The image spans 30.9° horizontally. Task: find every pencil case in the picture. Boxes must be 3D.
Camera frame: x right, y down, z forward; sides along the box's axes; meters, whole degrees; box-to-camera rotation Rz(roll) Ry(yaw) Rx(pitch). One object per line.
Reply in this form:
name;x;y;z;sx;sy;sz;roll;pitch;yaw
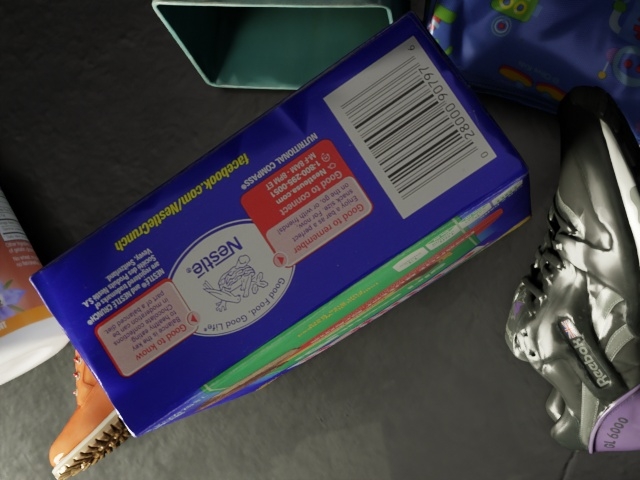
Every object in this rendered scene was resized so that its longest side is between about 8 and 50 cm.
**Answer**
pencil case;0.216;-0.131;0.847;0.306;0.119;0.133;24;70;11

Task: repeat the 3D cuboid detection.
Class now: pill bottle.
pill bottle;-0.298;0.010;0.927;0.121;0.121;0.216;-31;82;7

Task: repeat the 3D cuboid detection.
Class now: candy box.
candy box;0.000;0.000;0.778;0.268;0.317;0.122;-34;83;7

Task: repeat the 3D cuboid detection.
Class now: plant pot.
plant pot;-0.013;-0.252;0.877;0.166;0.166;0.234;3;78;10

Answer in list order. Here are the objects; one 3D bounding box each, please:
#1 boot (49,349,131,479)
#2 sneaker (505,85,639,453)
boot;-0.177;0.116;0.936;0.085;0.059;0.158;37;85;13
sneaker;0.182;0.036;0.810;0.124;0.107;0.283;-12;112;16
